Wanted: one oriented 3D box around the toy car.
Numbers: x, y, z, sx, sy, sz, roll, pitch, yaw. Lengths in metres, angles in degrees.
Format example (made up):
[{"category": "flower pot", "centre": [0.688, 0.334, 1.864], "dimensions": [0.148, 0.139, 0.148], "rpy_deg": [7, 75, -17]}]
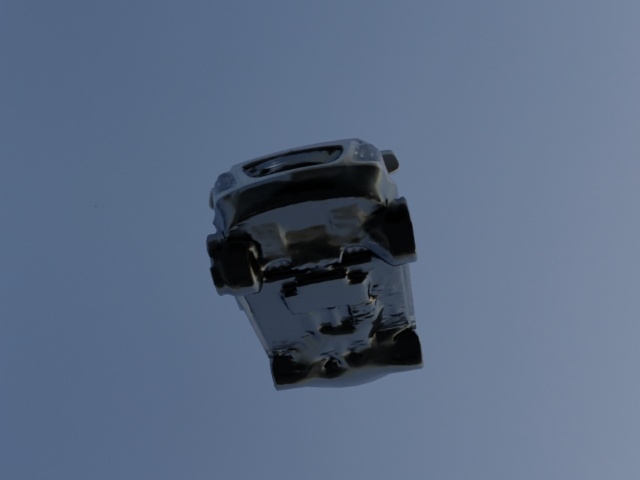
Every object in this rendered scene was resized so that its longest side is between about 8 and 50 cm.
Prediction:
[{"category": "toy car", "centre": [0.000, 0.000, 0.459], "dimensions": [0.089, 0.209, 0.108], "rpy_deg": [-10, -118, 4]}]
